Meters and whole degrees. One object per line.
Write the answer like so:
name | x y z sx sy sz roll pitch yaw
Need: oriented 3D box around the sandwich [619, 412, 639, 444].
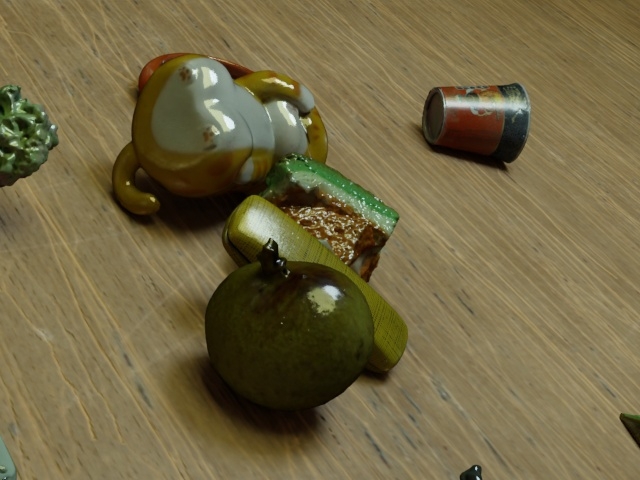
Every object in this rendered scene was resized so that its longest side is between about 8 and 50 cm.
sandwich | 0.384 0.236 1.323 0.074 0.074 0.116 7 0 -26

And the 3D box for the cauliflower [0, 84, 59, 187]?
cauliflower | -0.387 -0.168 1.187 0.239 0.315 0.256 27 6 32

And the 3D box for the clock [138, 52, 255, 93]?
clock | -0.146 -0.193 1.637 0.205 0.051 0.205 16 29 -9

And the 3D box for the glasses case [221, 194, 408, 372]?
glasses case | -0.004 0.049 1.240 0.234 0.064 0.079 41 48 -16

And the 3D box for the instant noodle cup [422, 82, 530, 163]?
instant noodle cup | 0.233 -0.185 1.839 0.136 0.127 0.127 4 32 -17

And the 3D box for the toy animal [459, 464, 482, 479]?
toy animal | 0.112 0.271 0.985 0.233 0.084 0.148 -3 39 -45

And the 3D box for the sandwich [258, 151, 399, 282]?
sandwich | 0.008 0.002 1.345 0.185 0.109 0.160 21 33 -24

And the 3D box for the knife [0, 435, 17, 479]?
knife | -0.288 0.146 0.976 0.044 0.023 0.162 -6 39 -35

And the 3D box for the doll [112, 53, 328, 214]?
doll | -0.099 -0.120 1.418 0.270 0.162 0.166 0 69 -44

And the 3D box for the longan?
longan | -0.030 0.077 1.127 0.155 0.176 0.145 -14 32 -13
